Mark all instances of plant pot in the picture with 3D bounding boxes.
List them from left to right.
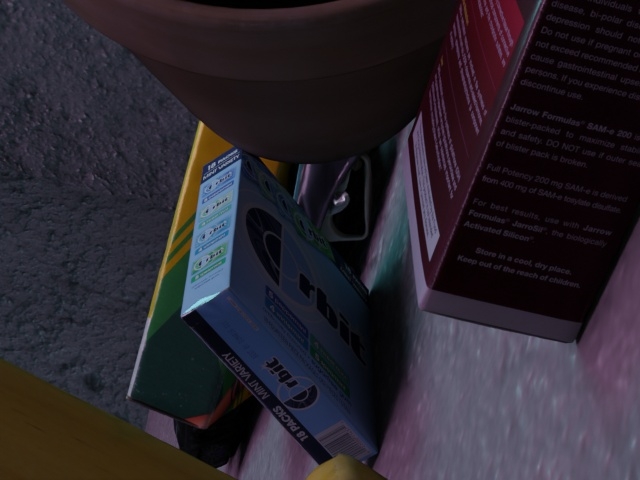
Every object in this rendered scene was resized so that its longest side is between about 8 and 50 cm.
[{"bbox_3d":[-0.013,-0.193,0.869,0.280,0.323,0.323,80,-161,-66],"label":"plant pot"}]

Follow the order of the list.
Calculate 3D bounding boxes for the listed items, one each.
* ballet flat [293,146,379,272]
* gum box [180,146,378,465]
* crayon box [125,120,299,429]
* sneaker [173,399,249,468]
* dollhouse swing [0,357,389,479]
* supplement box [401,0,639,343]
[{"bbox_3d":[0.000,0.000,1.101,0.074,0.074,0.203,-106,32,-73],"label":"ballet flat"},{"bbox_3d":[-0.023,0.041,0.941,0.041,0.157,0.184,-32,26,18],"label":"gum box"},{"bbox_3d":[-0.051,-0.021,1.191,0.202,0.081,0.318,-28,-44,-67],"label":"crayon box"},{"bbox_3d":[-0.106,0.179,1.505,0.283,0.107,0.124,122,146,-75],"label":"sneaker"},{"bbox_3d":[-0.055,0.216,0.347,0.347,0.305,0.315,-112,37,-74],"label":"dollhouse swing"},{"bbox_3d":[0.104,-0.094,0.570,0.130,0.073,0.239,-91,16,-56],"label":"supplement box"}]
